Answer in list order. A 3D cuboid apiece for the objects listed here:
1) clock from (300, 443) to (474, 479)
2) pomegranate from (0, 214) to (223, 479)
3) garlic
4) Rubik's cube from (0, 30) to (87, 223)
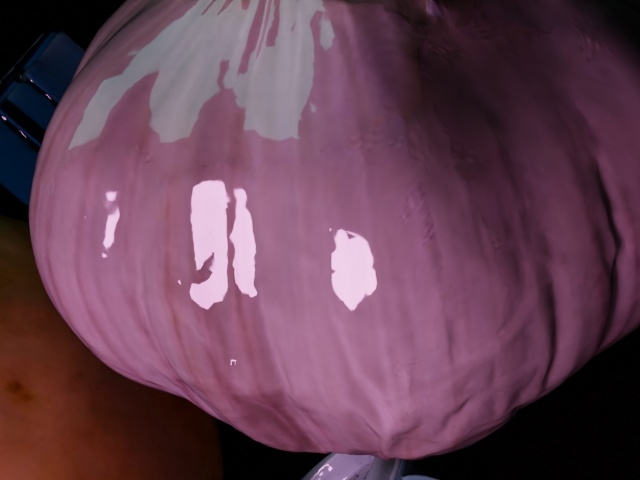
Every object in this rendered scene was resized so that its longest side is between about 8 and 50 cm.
[{"bbox_3d":[0.017,0.137,0.898,0.135,0.041,0.101,-42,13,31],"label":"clock"},{"bbox_3d":[-0.206,0.154,0.947,0.338,0.338,0.338,-48,11,13],"label":"pomegranate"},{"bbox_3d":[0.033,-0.036,0.853,0.317,0.317,0.259,-65,-22,-51],"label":"garlic"},{"bbox_3d":[-0.288,0.007,1.897,0.293,0.283,0.288,-43,12,37],"label":"Rubik's cube"}]
